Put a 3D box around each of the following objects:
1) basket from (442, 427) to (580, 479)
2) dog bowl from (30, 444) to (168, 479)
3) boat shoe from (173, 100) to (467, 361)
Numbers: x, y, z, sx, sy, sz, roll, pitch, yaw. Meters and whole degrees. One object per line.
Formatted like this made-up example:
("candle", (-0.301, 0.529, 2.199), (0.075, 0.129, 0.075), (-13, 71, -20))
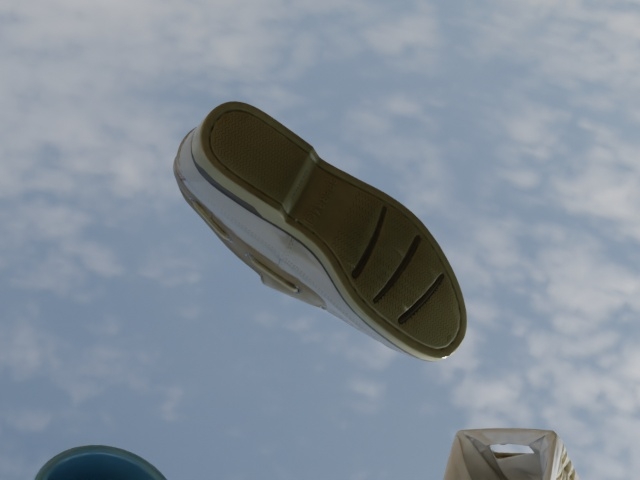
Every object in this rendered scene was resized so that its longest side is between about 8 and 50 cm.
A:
("basket", (0.183, 0.280, 1.428), (0.113, 0.103, 0.167), (-3, -130, 31))
("dog bowl", (-0.206, 0.299, 1.257), (0.166, 0.074, 0.297), (20, -141, -8))
("boat shoe", (0.000, 0.000, 1.300), (0.302, 0.103, 0.113), (43, -122, -8))
